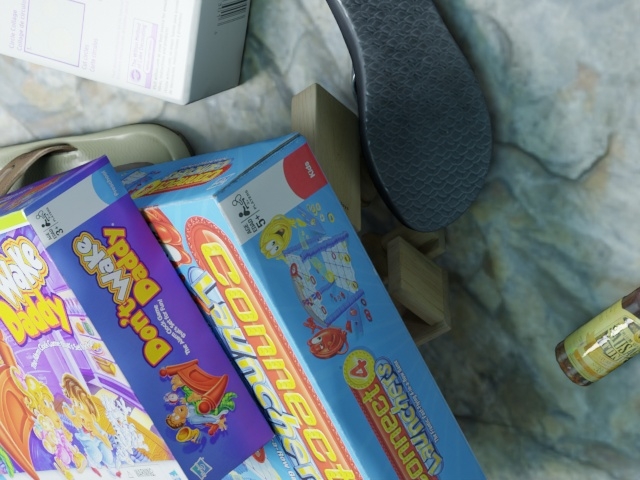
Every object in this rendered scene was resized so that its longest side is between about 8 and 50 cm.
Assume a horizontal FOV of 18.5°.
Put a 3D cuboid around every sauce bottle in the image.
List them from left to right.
[{"bbox_3d":[0.229,0.059,1.434,0.128,0.042,0.042,-41,84,30],"label":"sauce bottle"}]

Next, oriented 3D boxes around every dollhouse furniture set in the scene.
[{"bbox_3d":[0.000,0.000,1.469,0.123,0.144,0.151,-30,131,29],"label":"dollhouse furniture set"}]

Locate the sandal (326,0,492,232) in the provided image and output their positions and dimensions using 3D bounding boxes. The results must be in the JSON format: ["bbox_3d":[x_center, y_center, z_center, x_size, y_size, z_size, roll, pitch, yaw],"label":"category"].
[{"bbox_3d":[0.059,-0.131,1.455,0.097,0.054,0.255,-15,86,-12],"label":"sandal"}]

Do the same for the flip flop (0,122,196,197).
[{"bbox_3d":[-0.227,-0.026,1.611,0.277,0.080,0.112,-13,98,28],"label":"flip flop"}]

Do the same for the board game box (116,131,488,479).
[{"bbox_3d":[-0.053,0.089,1.449,0.302,0.086,0.308,-8,114,57],"label":"board game box"}]

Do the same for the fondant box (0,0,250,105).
[{"bbox_3d":[-0.210,-0.263,1.531,0.330,0.096,0.238,17,110,20],"label":"fondant box"}]

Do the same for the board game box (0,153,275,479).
[{"bbox_3d":[-0.203,0.080,1.484,0.347,0.078,0.233,-15,108,58],"label":"board game box"}]
